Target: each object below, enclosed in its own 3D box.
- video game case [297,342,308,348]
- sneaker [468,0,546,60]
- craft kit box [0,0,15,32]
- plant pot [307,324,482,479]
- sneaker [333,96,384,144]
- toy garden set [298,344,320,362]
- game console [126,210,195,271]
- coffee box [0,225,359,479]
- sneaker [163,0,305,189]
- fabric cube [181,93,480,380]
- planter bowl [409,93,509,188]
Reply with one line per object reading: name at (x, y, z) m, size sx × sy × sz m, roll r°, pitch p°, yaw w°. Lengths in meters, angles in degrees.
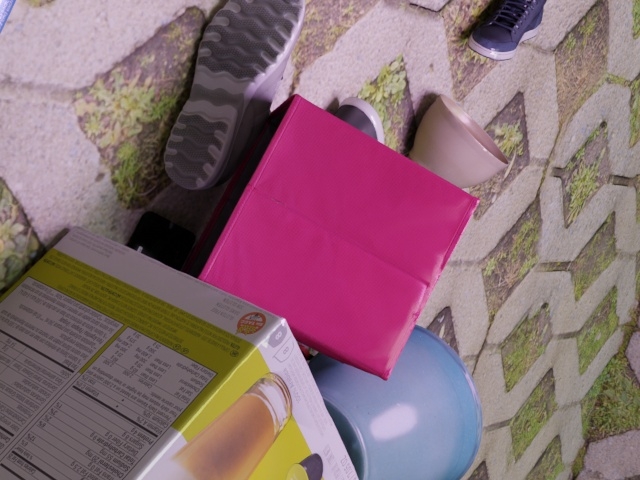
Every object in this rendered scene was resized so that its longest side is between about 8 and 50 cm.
video game case at (-0.035, 0.119, 1.846) m, size 0.201 × 0.023 × 0.183 m, roll -49°, pitch 154°, yaw -26°
sneaker at (0.325, -0.401, 1.993) m, size 0.226 × 0.086 × 0.163 m, roll -43°, pitch 155°, yaw -50°
craft kit box at (-0.407, -0.170, 1.045) m, size 0.250 × 0.061 × 0.246 m, roll -65°, pitch 153°, yaw -2°
plant pot at (0.051, 0.272, 1.691) m, size 0.255 × 0.272 × 0.271 m, roll -15°, pitch 123°, yaw -55°
sneaker at (0.038, -0.058, 1.790) m, size 0.147 × 0.104 × 0.295 m, roll -44°, pitch 138°, yaw -29°
toy garden set at (-0.018, 0.224, 1.873) m, size 0.204 × 0.049 × 0.244 m, roll -38°, pitch 138°, yaw -46°
game console at (-0.217, 0.032, 1.532) m, size 0.107 × 0.071 × 0.122 m, roll 29°, pitch 85°, yaw -30°
coffee box at (-0.214, 0.248, 1.326) m, size 0.334 × 0.338 × 0.337 m, roll -48°, pitch 139°, yaw -26°
sneaker at (-0.104, -0.193, 1.492) m, size 0.281 × 0.105 × 0.115 m, roll -60°, pitch 165°, yaw 4°
fabric cube at (0.000, 0.000, 1.508) m, size 0.259 × 0.258 × 0.254 m, roll -62°, pitch -169°, yaw -7°
planter bowl at (0.216, -0.146, 1.969) m, size 0.109 × 0.162 × 0.162 m, roll -45°, pitch 154°, yaw 17°
